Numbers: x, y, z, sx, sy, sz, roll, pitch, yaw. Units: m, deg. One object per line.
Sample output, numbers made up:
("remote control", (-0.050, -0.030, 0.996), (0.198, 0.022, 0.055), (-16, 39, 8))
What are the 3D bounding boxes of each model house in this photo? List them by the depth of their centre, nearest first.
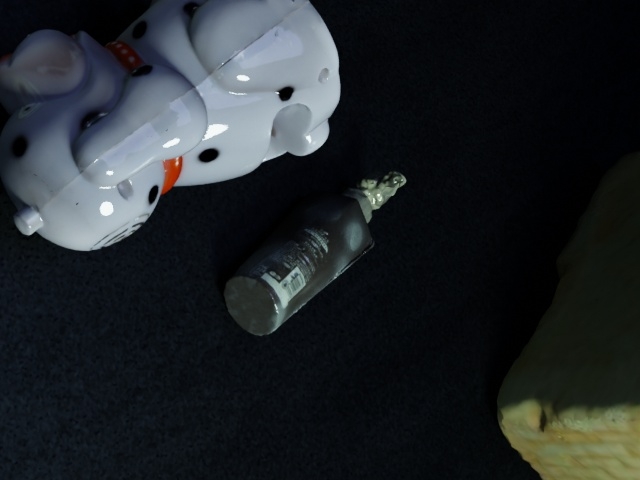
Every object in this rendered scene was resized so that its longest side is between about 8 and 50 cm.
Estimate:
("model house", (0.410, 0.140, 1.704), (0.342, 0.335, 0.382), (51, 59, -26))

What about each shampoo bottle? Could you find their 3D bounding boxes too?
("shampoo bottle", (0.000, 0.001, 1.463), (0.208, 0.064, 0.057), (-44, 124, -44))

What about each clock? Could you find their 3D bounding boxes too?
("clock", (-0.132, -0.089, 1.278), (0.254, 0.189, 0.188), (-35, 108, -30))
